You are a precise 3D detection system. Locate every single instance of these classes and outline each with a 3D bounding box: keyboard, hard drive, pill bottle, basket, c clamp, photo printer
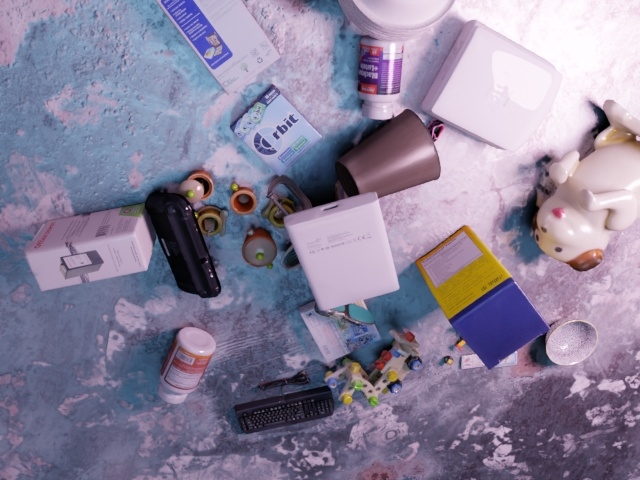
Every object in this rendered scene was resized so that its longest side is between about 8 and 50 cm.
[{"bbox_3d":[-0.117,0.524,1.967,0.318,0.033,0.201,-12,115,-2],"label":"keyboard"},{"bbox_3d":[0.065,0.039,1.587,0.233,0.047,0.353,-16,136,4],"label":"hard drive"},{"bbox_3d":[-0.404,0.374,1.810,0.121,0.121,0.216,22,111,-16],"label":"pill bottle"},{"bbox_3d":[0.148,-0.407,1.524,0.108,0.108,0.193,-1,115,-7],"label":"pill bottle"},{"bbox_3d":[0.166,-0.196,1.567,0.227,0.154,0.204,-29,106,-11],"label":"basket"},{"bbox_3d":[-0.088,-0.093,1.634,0.137,0.022,0.160,-40,97,-32],"label":"c clamp"},{"bbox_3d":[0.453,-0.383,1.575,0.308,0.107,0.255,23,110,-17],"label":"photo printer"}]

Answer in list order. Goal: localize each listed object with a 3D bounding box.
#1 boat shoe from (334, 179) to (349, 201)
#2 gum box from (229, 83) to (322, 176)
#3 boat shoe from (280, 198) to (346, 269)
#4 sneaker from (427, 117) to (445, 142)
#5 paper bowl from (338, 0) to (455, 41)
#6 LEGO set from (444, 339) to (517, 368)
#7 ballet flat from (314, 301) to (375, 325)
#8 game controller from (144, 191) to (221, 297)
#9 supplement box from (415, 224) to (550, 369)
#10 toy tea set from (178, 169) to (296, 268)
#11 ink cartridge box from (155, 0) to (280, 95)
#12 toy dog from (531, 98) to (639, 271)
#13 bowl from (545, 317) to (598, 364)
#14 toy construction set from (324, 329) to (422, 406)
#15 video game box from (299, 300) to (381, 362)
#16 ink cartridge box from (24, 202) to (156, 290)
[{"bbox_3d":[0.115,-0.020,1.696,0.117,0.123,0.324,-10,117,-5],"label":"boat shoe"},{"bbox_3d":[-0.115,-0.284,1.585,0.157,0.041,0.184,-42,114,12],"label":"gum box"},{"bbox_3d":[0.000,0.000,1.630,0.109,0.094,0.302,51,134,8],"label":"boat shoe"},{"bbox_3d":[0.293,-0.273,1.635,0.047,0.057,0.119,26,110,-21],"label":"sneaker"},{"bbox_3d":[0.181,-0.606,1.367,0.285,0.148,0.283,0,91,-10],"label":"paper bowl"},{"bbox_3d":[0.520,0.341,1.951,0.245,0.060,0.182,-6,112,-4],"label":"LEGO set"},{"bbox_3d":[0.067,0.214,1.786,0.189,0.070,0.070,23,110,-15],"label":"ballet flat"},{"bbox_3d":[-0.370,0.016,1.642,0.067,0.167,0.318,-36,124,-36],"label":"game controller"},{"bbox_3d":[0.433,0.145,1.680,0.194,0.356,0.195,-37,114,10],"label":"supplement box"},{"bbox_3d":[-0.228,-0.055,1.630,0.336,0.124,0.199,22,110,-16],"label":"toy tea set"},{"bbox_3d":[-0.256,-0.528,1.442,0.166,0.065,0.332,-33,116,9],"label":"ink cartridge box"},{"bbox_3d":[0.762,-0.119,1.680,0.408,0.284,0.395,-47,148,12],"label":"toy dog"},{"bbox_3d":[0.789,0.308,1.955,0.170,0.080,0.170,-3,115,-7],"label":"bowl"},{"bbox_3d":[0.188,0.381,1.875,0.215,0.151,0.328,30,120,-28],"label":"toy construction set"},{"bbox_3d":[0.061,0.252,1.854,0.187,0.048,0.205,-23,115,6],"label":"video game box"},{"bbox_3d":[-0.584,0.012,1.575,0.273,0.198,0.114,-11,117,-2],"label":"ink cartridge box"}]
